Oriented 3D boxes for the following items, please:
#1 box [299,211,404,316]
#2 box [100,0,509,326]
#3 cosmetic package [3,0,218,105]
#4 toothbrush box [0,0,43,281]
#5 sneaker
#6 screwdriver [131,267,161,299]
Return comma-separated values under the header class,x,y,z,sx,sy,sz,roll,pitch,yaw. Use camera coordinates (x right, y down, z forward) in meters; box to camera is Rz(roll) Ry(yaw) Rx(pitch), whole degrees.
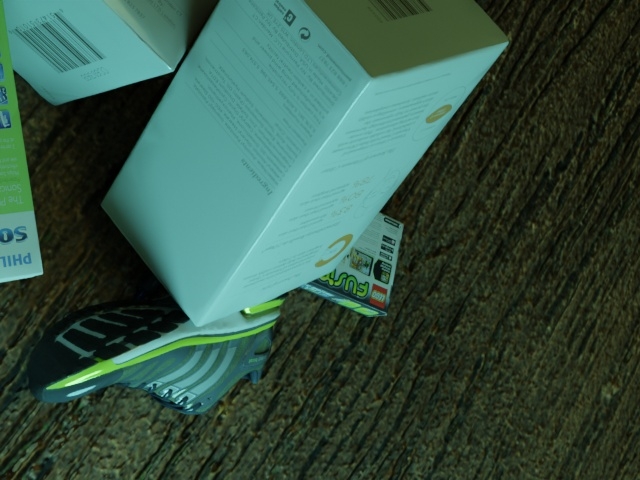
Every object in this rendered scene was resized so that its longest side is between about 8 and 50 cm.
class,x,y,z,sx,sy,sz,roll,pitch,yaw
box,0.000,0.000,1.748,0.207,0.036,0.114,25,69,-37
box,-0.021,-0.108,1.488,0.215,0.345,0.168,-21,65,-48
cosmetic package,-0.161,-0.331,1.534,0.156,0.217,0.385,44,57,-29
toothbrush box,-0.377,-0.090,1.374,0.206,0.122,0.283,-10,91,-42
sneaker,-0.152,0.121,1.551,0.300,0.111,0.121,-14,113,-40
screwdriver,-0.197,0.078,1.583,0.170,0.024,0.025,-56,149,-23
